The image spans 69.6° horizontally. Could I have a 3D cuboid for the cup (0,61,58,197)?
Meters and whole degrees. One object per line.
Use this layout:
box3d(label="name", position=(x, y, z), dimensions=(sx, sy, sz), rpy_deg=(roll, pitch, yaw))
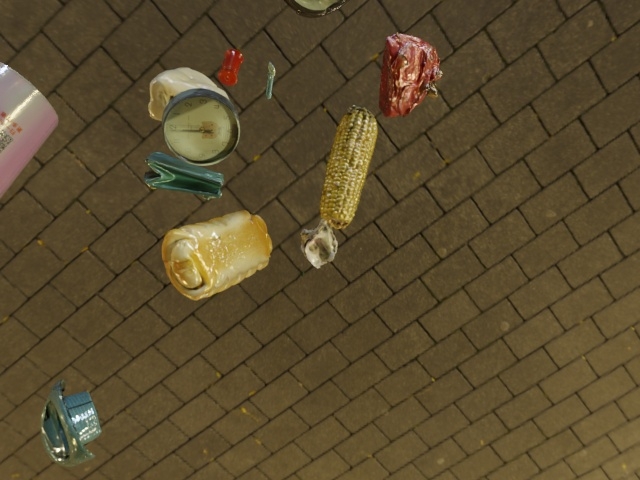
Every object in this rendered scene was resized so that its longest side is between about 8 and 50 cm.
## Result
box3d(label="cup", position=(-0.520, -0.109, 0.640), dimensions=(0.203, 0.203, 0.289), rpy_deg=(33, 63, -11))

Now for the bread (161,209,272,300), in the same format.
box3d(label="bread", position=(-0.242, 0.030, 1.124), dimensions=(0.121, 0.311, 0.173), rpy_deg=(-17, 93, 34))

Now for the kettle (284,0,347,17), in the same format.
box3d(label="kettle", position=(-0.015, -0.608, 0.978), dimensions=(0.221, 0.161, 0.236), rpy_deg=(-44, 122, -7))

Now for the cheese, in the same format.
box3d(label="cheese", position=(-0.424, -0.474, 1.563), dimensions=(0.251, 0.248, 0.174), rpy_deg=(13, 119, -8))

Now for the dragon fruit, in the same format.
box3d(label="dragon fruit", position=(0.315, -0.524, 1.543), dimensions=(0.204, 0.152, 0.317), rpy_deg=(-11, 151, -2))

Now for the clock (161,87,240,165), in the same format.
box3d(label="clock", position=(-0.345, -0.326, 1.340), dimensions=(0.225, 0.049, 0.226), rpy_deg=(-11, 129, -14))

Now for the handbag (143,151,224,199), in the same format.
box3d(label="handbag", position=(-0.484, -0.220, 1.632), dimensions=(0.274, 0.269, 0.100), rpy_deg=(15, 101, -20))

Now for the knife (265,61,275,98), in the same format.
box3d(label="knife", position=(-0.112, -0.347, 1.008), dimensions=(0.010, 0.096, 0.027), rpy_deg=(-22, 69, -22))

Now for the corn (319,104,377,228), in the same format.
box3d(label="corn", position=(0.068, -0.183, 1.126), dimensions=(0.115, 0.115, 0.318), rpy_deg=(18, 76, -6))

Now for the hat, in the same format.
box3d(label="hat", position=(-0.413, 0.306, 0.779), dimensions=(0.191, 0.077, 0.138), rpy_deg=(-41, 74, 40))

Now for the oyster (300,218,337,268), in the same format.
box3d(label="oyster", position=(0.000, 0.000, 1.718), dimensions=(0.163, 0.081, 0.191), rpy_deg=(30, 98, -28))

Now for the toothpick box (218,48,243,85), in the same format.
box3d(label="toothpick box", position=(-0.215, -0.412, 1.098), dimensions=(0.047, 0.083, 0.047), rpy_deg=(5, 148, 3))
